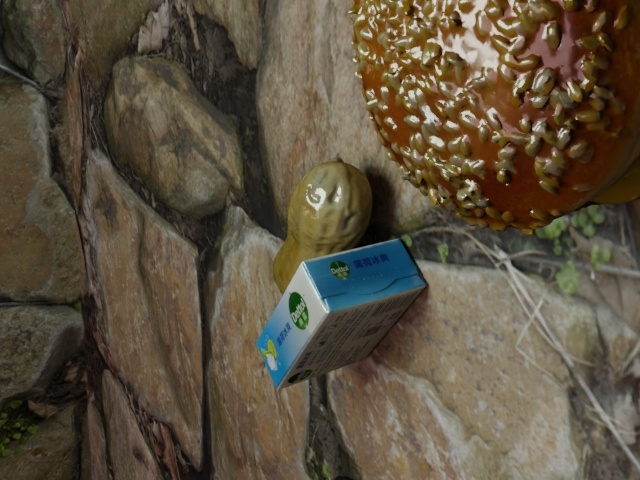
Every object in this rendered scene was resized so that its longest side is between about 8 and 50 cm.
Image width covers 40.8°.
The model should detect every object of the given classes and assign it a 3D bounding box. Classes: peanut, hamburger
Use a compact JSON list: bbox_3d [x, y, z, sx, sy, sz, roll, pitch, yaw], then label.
[{"bbox_3d":[0.000,0.000,1.065,0.101,0.117,0.263,22,136,6],"label":"peanut"},{"bbox_3d":[0.153,-0.146,0.631,0.291,0.225,0.291,35,133,48],"label":"hamburger"}]

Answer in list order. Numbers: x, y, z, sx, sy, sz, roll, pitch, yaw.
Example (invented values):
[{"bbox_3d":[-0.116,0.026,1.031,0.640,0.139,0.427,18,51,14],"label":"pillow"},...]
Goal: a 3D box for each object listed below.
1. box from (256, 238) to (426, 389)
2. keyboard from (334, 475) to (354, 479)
[{"bbox_3d":[0.019,0.090,1.029,0.073,0.139,0.194,62,146,24],"label":"box"},{"bbox_3d":[0.094,0.393,1.147,0.262,0.016,0.106,6,107,58],"label":"keyboard"}]
